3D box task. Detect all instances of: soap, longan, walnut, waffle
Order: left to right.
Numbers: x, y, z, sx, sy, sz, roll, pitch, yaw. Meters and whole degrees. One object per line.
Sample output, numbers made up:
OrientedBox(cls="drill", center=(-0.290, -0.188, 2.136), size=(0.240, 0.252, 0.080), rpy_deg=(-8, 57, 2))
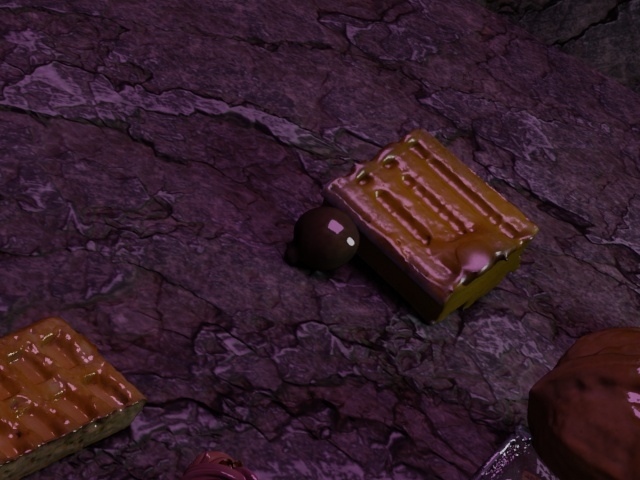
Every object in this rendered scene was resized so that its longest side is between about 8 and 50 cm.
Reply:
OrientedBox(cls="waffle", center=(-0.342, 0.184, 1.677), size=(0.168, 0.057, 0.274), rpy_deg=(38, 30, 18))
OrientedBox(cls="longan", center=(0.000, 0.000, 2.246), size=(0.119, 0.106, 0.106), rpy_deg=(-25, 45, -4))
OrientedBox(cls="soap", center=(0.169, -0.023, 2.348), size=(0.281, 0.143, 0.259), rpy_deg=(45, 49, 16))
OrientedBox(cls="walnut", center=(0.447, 0.269, 2.002), size=(0.344, 0.306, 0.306), rpy_deg=(19, 29, -3))

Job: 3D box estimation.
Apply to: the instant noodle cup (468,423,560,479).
OrientedBox(cls="instant noodle cup", center=(0.241, 0.369, 1.746), size=(0.207, 0.217, 0.217), rpy_deg=(43, 31, 11))

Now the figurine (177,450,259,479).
OrientedBox(cls="figurine", center=(-0.121, 0.287, 1.649), size=(0.157, 0.126, 0.114), rpy_deg=(-100, 166, -54))
